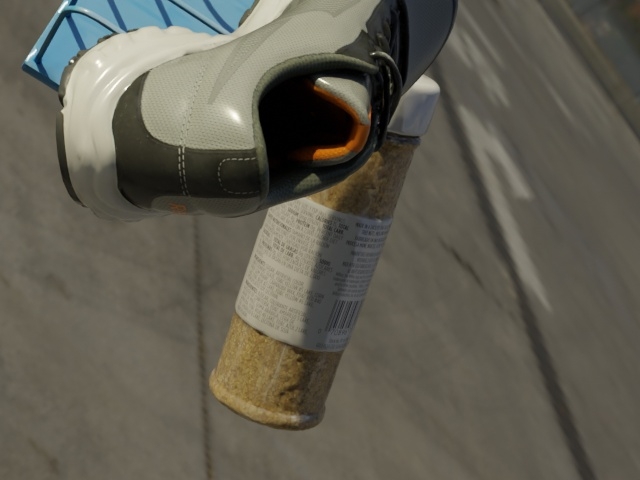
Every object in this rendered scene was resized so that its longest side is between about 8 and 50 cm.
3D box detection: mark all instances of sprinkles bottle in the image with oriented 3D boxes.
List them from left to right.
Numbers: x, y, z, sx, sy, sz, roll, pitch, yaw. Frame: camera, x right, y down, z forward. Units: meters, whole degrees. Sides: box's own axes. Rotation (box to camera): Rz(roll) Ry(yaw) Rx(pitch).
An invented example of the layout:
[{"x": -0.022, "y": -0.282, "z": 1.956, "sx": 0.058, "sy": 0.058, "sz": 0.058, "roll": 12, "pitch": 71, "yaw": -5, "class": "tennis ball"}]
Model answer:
[{"x": 0.000, "y": 0.000, "z": 1.328, "sx": 0.121, "sy": 0.355, "sz": 0.121, "roll": 18, "pitch": 14, "yaw": -5, "class": "sprinkles bottle"}]

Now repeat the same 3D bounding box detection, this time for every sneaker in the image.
[{"x": 0.001, "y": -0.072, "z": 0.664, "sx": 0.271, "sy": 0.108, "sz": 0.100, "roll": -37, "pitch": 131, "yaw": -48, "class": "sneaker"}]

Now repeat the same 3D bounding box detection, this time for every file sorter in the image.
[{"x": -0.088, "y": -0.160, "z": 0.896, "sx": 0.118, "sy": 0.104, "sz": 0.170, "roll": 32, "pitch": 65, "yaw": -12, "class": "file sorter"}]
